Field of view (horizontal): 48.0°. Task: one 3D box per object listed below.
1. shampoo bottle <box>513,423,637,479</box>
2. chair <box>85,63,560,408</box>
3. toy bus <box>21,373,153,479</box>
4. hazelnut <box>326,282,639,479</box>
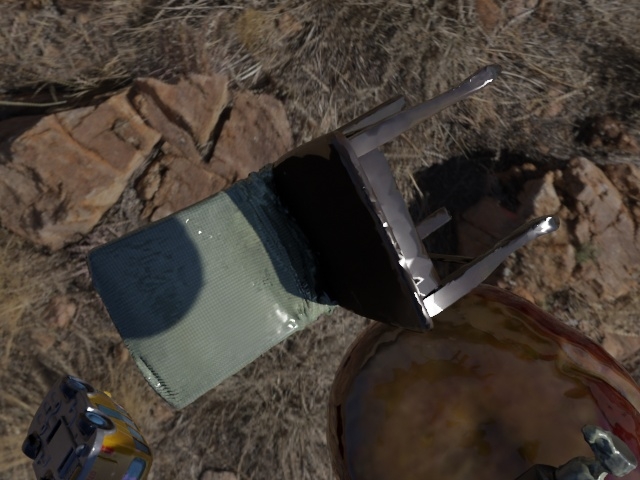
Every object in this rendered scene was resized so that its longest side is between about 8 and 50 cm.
[{"bbox_3d":[0.168,0.228,0.593,0.063,0.057,0.207,31,114,-29],"label":"shampoo bottle"},{"bbox_3d":[0.000,0.000,0.561,0.319,0.186,0.160,-31,105,-22],"label":"chair"},{"bbox_3d":[-0.328,0.292,1.027,0.136,0.209,0.126,32,89,-37],"label":"toy bus"},{"bbox_3d":[0.212,0.241,0.892,0.409,0.359,0.359,35,108,17],"label":"hazelnut"}]
